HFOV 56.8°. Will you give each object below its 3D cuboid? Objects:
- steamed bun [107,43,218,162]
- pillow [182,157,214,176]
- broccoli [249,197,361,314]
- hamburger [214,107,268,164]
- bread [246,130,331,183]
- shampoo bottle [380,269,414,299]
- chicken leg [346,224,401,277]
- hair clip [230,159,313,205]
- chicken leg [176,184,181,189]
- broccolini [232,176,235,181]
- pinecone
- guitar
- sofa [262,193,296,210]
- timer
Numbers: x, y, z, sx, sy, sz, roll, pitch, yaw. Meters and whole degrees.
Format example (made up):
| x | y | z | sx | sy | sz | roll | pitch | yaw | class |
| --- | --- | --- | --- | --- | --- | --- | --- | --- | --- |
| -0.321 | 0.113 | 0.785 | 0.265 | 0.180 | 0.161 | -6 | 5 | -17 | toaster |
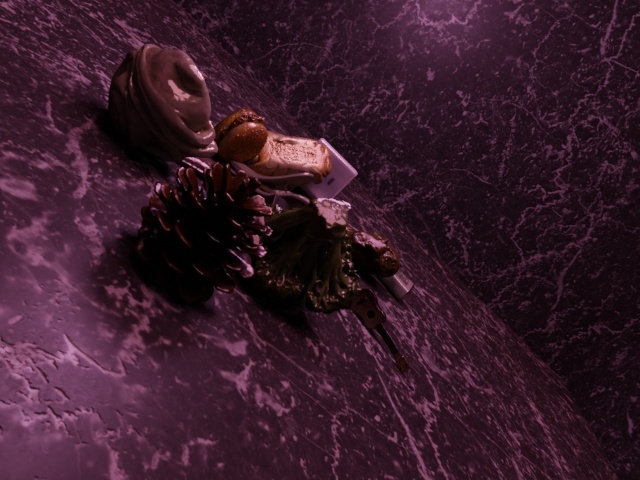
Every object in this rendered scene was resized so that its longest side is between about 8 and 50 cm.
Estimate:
| x | y | z | sx | sy | sz | roll | pitch | yaw | class |
| --- | --- | --- | --- | --- | --- | --- | --- | --- | --- |
| -0.396 | -0.314 | 1.417 | 0.280 | 0.207 | 0.268 | 34 | -36 | 43 | steamed bun |
| -0.349 | -0.225 | 1.630 | 0.185 | 0.043 | 0.118 | 34 | 22 | -35 | pillow |
| -0.036 | 0.020 | 1.370 | 0.321 | 0.283 | 0.303 | -3 | 58 | -34 | broccoli |
| -0.249 | -0.328 | 1.883 | 0.118 | 0.191 | 0.182 | 51 | 8 | 13 | hamburger |
| -0.112 | -0.282 | 2.089 | 0.311 | 0.121 | 0.172 | 9 | 67 | -21 | bread |
| 0.235 | 0.101 | 2.271 | 0.284 | 0.071 | 0.153 | 45 | 17 | 9 | shampoo bottle |
| 0.128 | 0.006 | 2.132 | 0.361 | 0.140 | 0.211 | 38 | -8 | 14 | chicken leg |
| -0.136 | -0.168 | 1.877 | 0.282 | 0.113 | 0.172 | 9 | -5 | 17 | hair clip |
| -0.324 | -0.123 | 1.468 | 0.083 | 0.021 | 0.036 | 32 | 29 | -39 | chicken leg |
| -0.252 | -0.168 | 1.675 | 0.091 | 0.068 | 0.202 | 54 | 7 | -37 | broccolini |
| -0.209 | -0.028 | 1.093 | 0.264 | 0.264 | 0.264 | 41 | 15 | -14 | pinecone |
| 0.180 | 0.260 | 1.709 | 0.271 | 0.084 | 0.038 | 57 | 16 | 19 | guitar |
| -0.122 | -0.079 | 1.829 | 0.147 | 0.085 | 0.060 | 33 | 61 | -39 | sofa |
| 0.005 | -0.250 | 2.276 | 0.195 | 0.194 | 0.192 | 44 | -1 | -1 | timer |
